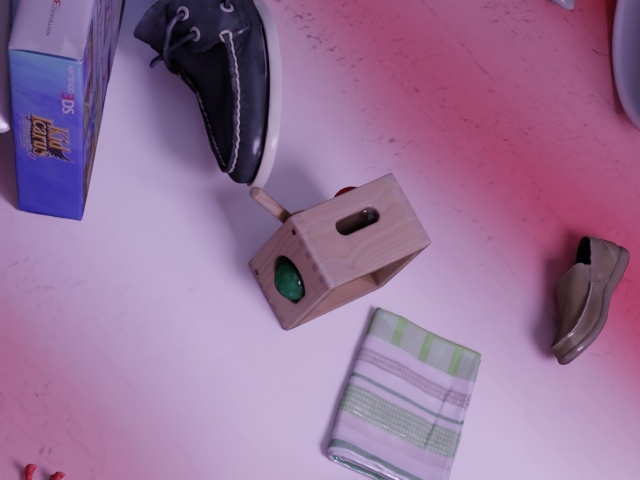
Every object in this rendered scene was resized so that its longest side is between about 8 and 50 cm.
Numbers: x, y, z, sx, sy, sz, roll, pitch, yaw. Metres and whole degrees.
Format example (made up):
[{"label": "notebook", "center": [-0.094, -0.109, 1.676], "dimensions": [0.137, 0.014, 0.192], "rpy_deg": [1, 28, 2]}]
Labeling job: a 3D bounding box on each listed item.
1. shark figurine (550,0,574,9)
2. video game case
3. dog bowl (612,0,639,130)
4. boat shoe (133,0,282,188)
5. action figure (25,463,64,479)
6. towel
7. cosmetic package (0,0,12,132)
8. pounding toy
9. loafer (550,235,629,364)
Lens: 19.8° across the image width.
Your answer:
[{"label": "shark figurine", "center": [0.133, -0.334, 1.782], "dimensions": [0.278, 0.116, 0.166], "rpy_deg": [9, 63, -21]}, {"label": "video game case", "center": [-0.199, -0.183, 1.480], "dimensions": [0.061, 0.269, 0.244], "rpy_deg": [8, 64, -4]}, {"label": "dog bowl", "center": [0.392, -0.215, 1.748], "dimensions": [0.104, 0.265, 0.265], "rpy_deg": [9, 65, -22]}, {"label": "boat shoe", "center": [-0.110, -0.198, 1.609], "dimensions": [0.113, 0.127, 0.340], "rpy_deg": [2, 66, -21]}, {"label": "action figure", "center": [-0.228, 0.232, 1.428], "dimensions": [0.038, 0.030, 0.115], "rpy_deg": [20, 63, -20]}, {"label": "towel", "center": [0.076, 0.142, 1.598], "dimensions": [0.113, 0.023, 0.152], "rpy_deg": [26, 60, -12]}, {"label": "cosmetic package", "center": [-0.472, -0.198, 1.392], "dimensions": [0.453, 0.161, 0.230], "rpy_deg": [-1, 94, -23]}, {"label": "pounding toy", "center": [0.000, 0.000, 1.565], "dimensions": [0.141, 0.130, 0.100], "rpy_deg": [-23, 78, -29]}, {"label": "loafer", "center": [0.239, 0.053, 1.691], "dimensions": [0.050, 0.056, 0.148], "rpy_deg": [34, 49, -5]}]
